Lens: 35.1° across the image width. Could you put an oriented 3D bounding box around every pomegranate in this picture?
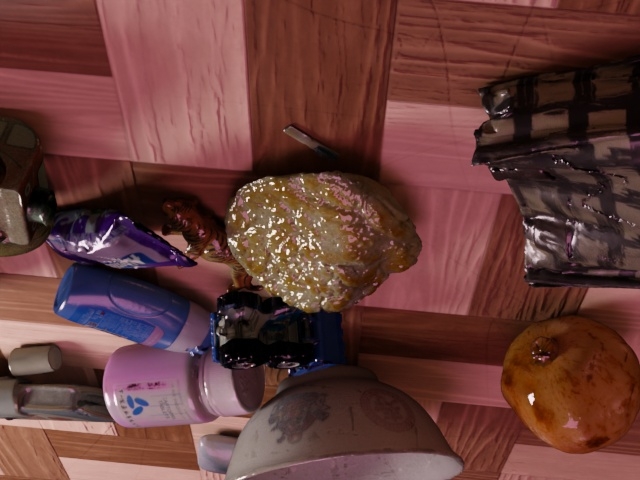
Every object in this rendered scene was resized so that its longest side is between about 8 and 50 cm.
[{"bbox_3d":[0.382,0.220,1.560,0.215,0.215,0.215,5,147,3],"label":"pomegranate"}]

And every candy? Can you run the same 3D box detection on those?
[{"bbox_3d":[-0.306,0.000,1.451,0.275,0.070,0.145,-1,153,42],"label":"candy"},{"bbox_3d":[-0.173,0.460,2.145,0.174,0.071,0.138,8,147,-3],"label":"candy"}]

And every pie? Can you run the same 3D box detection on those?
[{"bbox_3d":[-0.005,-0.006,1.386,0.257,0.105,0.274,34,138,-22],"label":"pie"}]

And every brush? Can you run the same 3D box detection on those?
[{"bbox_3d":[-0.011,-0.122,1.289,0.084,0.013,0.016,29,142,-28],"label":"brush"}]

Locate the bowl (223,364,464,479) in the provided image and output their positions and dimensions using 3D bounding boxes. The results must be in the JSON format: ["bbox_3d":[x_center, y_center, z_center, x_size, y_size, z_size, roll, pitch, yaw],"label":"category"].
[{"bbox_3d":[0.024,0.340,1.784,0.435,0.196,0.435,-6,154,-3],"label":"bowl"}]

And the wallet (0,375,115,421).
[{"bbox_3d":[-0.577,0.310,1.952,0.360,0.083,0.252,-2,165,11],"label":"wallet"}]

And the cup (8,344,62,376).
[{"bbox_3d":[-0.520,0.228,1.864,0.083,0.054,0.075,-8,121,18],"label":"cup"}]

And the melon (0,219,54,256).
[{"bbox_3d":[-0.454,-0.036,1.402,0.167,0.114,0.114,13,147,7],"label":"melon"}]

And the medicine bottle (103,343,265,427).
[{"bbox_3d":[-0.236,0.246,1.758,0.255,0.152,0.152,-6,145,21],"label":"medicine bottle"}]

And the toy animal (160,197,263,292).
[{"bbox_3d":[-0.156,0.015,1.480,0.099,0.056,0.241,-23,136,36],"label":"toy animal"}]

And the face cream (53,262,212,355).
[{"bbox_3d":[-0.290,0.117,1.634,0.264,0.083,0.149,22,147,-22],"label":"face cream"}]

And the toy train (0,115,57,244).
[{"bbox_3d":[-0.490,-0.090,1.293,0.326,0.159,0.129,10,144,2],"label":"toy train"}]

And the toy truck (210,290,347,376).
[{"bbox_3d":[-0.070,0.152,1.593,0.208,0.113,0.126,4,157,-21],"label":"toy truck"}]

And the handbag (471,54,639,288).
[{"bbox_3d":[0.370,-0.071,1.181,0.327,0.162,0.325,-2,143,27],"label":"handbag"}]
